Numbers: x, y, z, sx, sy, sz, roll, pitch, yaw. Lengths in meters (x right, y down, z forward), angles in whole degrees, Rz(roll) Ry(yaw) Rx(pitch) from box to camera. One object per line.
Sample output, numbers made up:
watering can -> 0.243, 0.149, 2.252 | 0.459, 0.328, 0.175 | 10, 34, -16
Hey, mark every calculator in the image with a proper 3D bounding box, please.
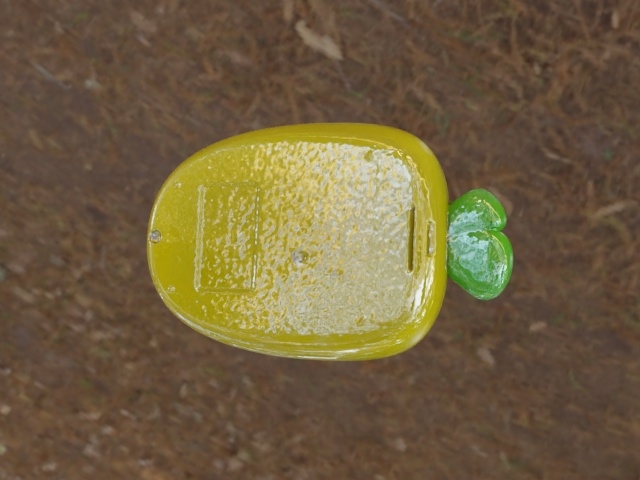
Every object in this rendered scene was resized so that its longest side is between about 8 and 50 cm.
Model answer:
calculator -> 0.000, 0.000, 0.674 | 0.234, 0.146, 0.032 | 0, 174, 20
